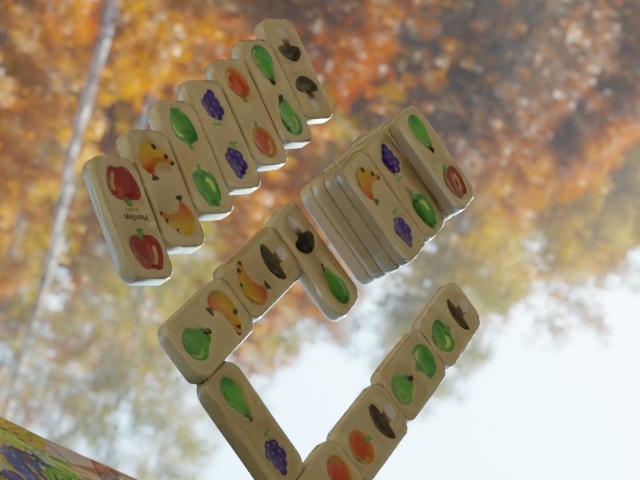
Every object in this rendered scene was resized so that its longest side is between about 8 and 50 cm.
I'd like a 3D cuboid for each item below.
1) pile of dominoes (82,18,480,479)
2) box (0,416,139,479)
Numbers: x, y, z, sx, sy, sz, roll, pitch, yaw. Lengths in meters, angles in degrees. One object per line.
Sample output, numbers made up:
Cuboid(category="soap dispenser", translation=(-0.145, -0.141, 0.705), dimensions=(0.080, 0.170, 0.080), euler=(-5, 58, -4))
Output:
Cuboid(category="pile of dominoes", translation=(0.000, 0.000, 0.873), dimensions=(0.196, 0.040, 0.251), euler=(55, -149, -7))
Cuboid(category="box", translation=(-0.133, 0.248, 0.751), dimensions=(0.279, 0.290, 0.177), euler=(35, -177, -46))
